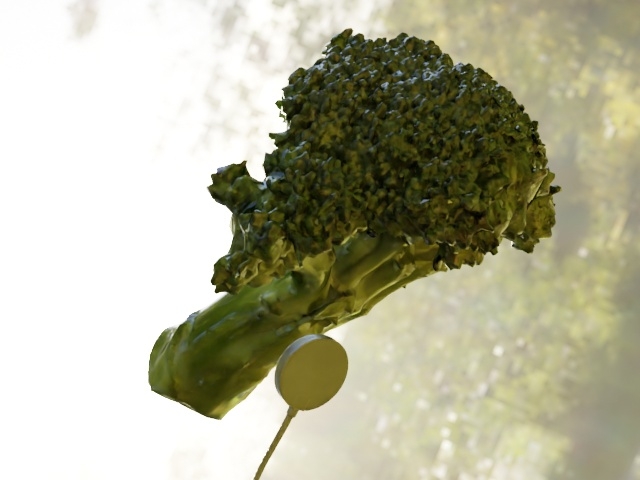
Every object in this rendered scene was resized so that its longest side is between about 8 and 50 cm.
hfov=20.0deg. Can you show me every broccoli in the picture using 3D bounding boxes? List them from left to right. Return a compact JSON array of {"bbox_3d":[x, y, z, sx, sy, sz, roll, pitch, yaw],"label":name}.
[{"bbox_3d":[0.034,-0.004,1.563,0.397,0.353,0.275,107,150,-50],"label":"broccoli"}]

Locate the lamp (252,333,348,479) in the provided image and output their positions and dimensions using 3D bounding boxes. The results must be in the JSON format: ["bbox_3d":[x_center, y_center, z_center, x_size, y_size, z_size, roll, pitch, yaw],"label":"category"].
[{"bbox_3d":[-0.044,0.140,1.142,0.056,0.050,0.198,41,109,51],"label":"lamp"}]
